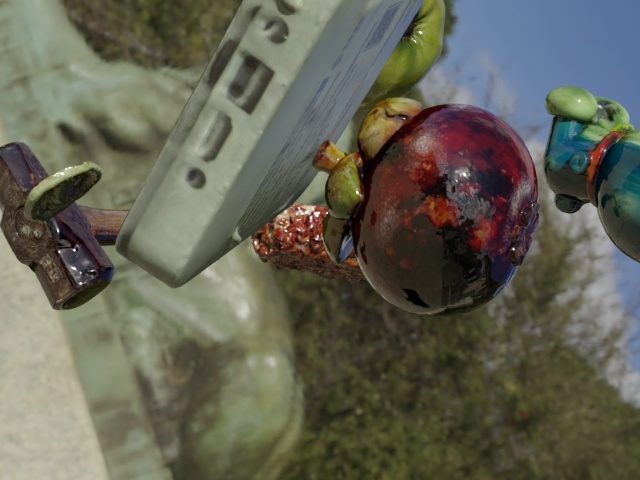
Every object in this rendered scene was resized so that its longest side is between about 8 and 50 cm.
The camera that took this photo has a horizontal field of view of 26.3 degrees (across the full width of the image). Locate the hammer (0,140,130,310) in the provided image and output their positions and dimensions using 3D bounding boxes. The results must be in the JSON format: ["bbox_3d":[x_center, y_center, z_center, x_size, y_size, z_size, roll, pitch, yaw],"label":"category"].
[{"bbox_3d":[-0.317,-0.025,2.027,0.242,0.095,0.409,56,21,14],"label":"hammer"}]

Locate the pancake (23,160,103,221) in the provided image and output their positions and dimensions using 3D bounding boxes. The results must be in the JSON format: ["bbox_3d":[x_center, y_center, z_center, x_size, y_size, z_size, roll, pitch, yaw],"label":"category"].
[{"bbox_3d":[-0.285,-0.054,1.503,0.017,0.108,0.108,52,-6,10],"label":"pancake"}]

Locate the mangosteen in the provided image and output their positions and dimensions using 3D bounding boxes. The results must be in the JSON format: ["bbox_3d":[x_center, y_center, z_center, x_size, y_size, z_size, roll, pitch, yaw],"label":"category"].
[{"bbox_3d":[0.084,-0.032,1.147,0.200,0.199,0.200,162,-90,-88],"label":"mangosteen"}]

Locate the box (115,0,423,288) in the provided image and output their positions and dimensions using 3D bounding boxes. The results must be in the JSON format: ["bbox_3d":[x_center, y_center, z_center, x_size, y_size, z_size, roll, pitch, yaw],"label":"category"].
[{"bbox_3d":[-0.030,-0.164,1.420,0.111,0.396,0.396,35,25,7],"label":"box"}]

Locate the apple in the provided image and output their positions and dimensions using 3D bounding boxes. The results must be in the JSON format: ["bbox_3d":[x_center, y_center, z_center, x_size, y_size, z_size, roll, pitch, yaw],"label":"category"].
[{"bbox_3d":[0.050,-0.317,1.978,0.279,0.279,0.279,162,-90,-88],"label":"apple"}]

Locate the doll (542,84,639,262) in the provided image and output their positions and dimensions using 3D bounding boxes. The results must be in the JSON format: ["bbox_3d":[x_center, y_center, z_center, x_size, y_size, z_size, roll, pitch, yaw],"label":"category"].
[{"bbox_3d":[0.414,-0.069,1.709,0.322,0.198,0.186,30,-76,45],"label":"doll"}]

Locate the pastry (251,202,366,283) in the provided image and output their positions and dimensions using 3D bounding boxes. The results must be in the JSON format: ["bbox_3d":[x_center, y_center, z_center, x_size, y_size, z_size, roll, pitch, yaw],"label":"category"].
[{"bbox_3d":[0.001,0.000,2.079,0.115,0.208,0.097,140,-40,-67],"label":"pastry"}]
